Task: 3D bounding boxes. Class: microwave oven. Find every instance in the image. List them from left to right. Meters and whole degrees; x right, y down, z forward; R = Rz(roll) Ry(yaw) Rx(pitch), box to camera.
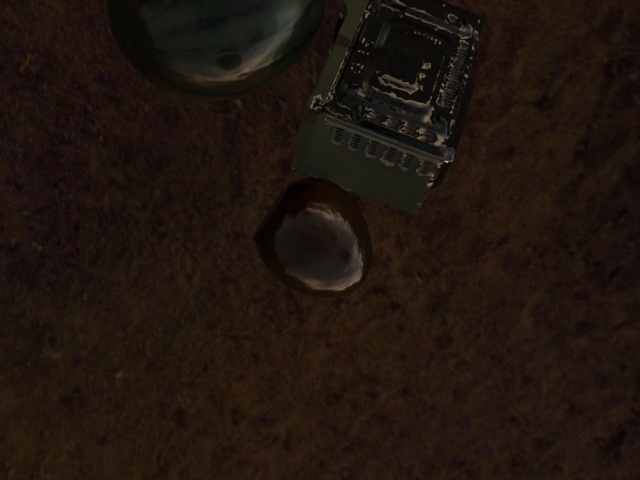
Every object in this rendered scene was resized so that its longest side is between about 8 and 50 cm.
[{"bbox_3d":[0.131,-0.276,1.369,0.287,0.354,0.218,21,150,2],"label":"microwave oven"}]

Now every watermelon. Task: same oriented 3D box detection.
[{"bbox_3d":[-0.135,-0.360,1.100,0.359,0.279,0.278,-45,127,-29],"label":"watermelon"}]

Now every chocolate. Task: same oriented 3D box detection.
[{"bbox_3d":[0.000,0.000,1.011,0.177,0.176,0.176,-9,119,-17],"label":"chocolate"}]
